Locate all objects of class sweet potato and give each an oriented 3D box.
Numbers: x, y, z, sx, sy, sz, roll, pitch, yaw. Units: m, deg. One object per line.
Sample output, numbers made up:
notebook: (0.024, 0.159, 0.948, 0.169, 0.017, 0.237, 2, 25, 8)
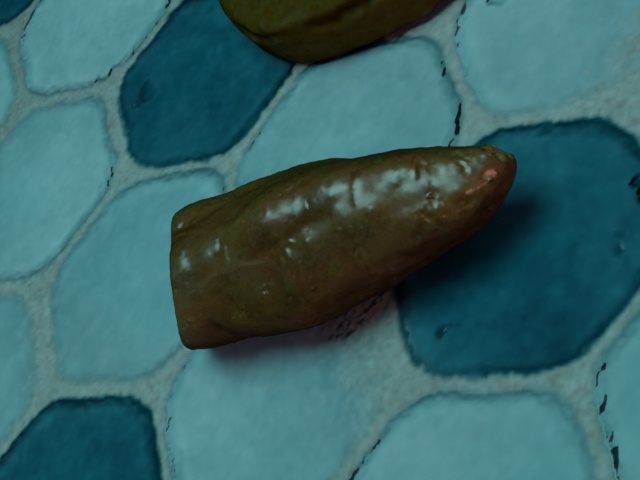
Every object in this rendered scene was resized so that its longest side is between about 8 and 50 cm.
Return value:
sweet potato: (0.000, 0.000, 0.922, 0.252, 0.097, 0.097, -20, 50, 33)

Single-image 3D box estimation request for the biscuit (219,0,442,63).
biscuit: (0.014, -0.297, 1.134, 0.350, 0.070, 0.394, -33, 45, 21)
